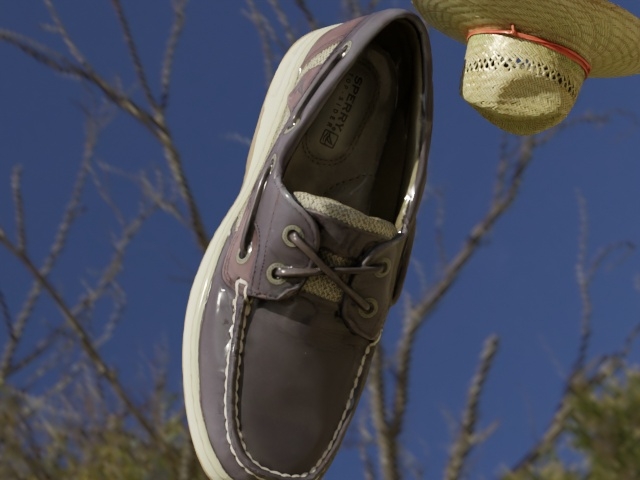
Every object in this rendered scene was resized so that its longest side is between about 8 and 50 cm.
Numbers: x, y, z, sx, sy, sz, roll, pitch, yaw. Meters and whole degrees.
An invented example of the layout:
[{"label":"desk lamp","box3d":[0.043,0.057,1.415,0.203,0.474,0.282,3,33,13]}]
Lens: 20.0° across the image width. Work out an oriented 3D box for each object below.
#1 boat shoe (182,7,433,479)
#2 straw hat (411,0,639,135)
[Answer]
[{"label":"boat shoe","box3d":[0.000,0.000,0.979,0.102,0.092,0.285,22,-113,-15]},{"label":"straw hat","box3d":[0.112,-0.092,1.007,0.144,0.144,0.061,32,-109,-46]}]
